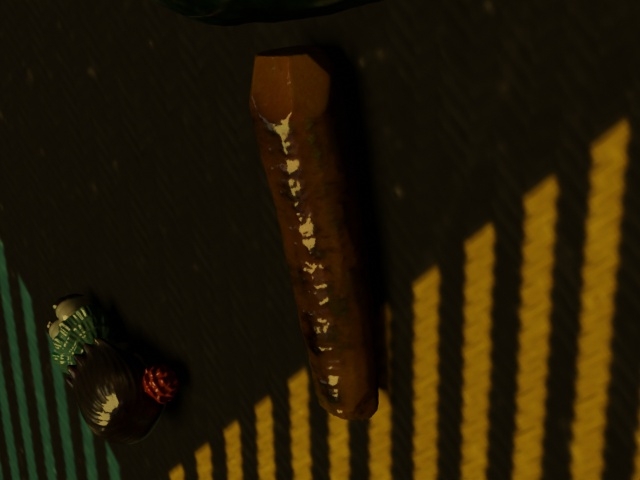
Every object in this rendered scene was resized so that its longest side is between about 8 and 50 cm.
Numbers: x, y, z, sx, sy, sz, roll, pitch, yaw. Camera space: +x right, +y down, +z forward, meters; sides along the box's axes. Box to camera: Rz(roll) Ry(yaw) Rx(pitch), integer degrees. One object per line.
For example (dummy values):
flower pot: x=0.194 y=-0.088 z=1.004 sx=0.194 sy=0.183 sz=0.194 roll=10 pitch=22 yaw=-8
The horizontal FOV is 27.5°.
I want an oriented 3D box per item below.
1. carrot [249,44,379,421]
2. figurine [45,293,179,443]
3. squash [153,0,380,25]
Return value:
carrot: x=0.000 y=0.000 z=0.572 sx=0.042 sy=0.042 sz=0.171 roll=14 pitch=121 yaw=47
figurine: x=-0.124 y=0.071 z=0.765 sx=0.060 sy=0.047 sz=0.106 roll=-52 pitch=52 yaw=10
squash: x=-0.028 y=-0.191 z=0.399 sx=0.252 sy=0.165 sz=0.252 roll=30 pitch=132 yaw=39
